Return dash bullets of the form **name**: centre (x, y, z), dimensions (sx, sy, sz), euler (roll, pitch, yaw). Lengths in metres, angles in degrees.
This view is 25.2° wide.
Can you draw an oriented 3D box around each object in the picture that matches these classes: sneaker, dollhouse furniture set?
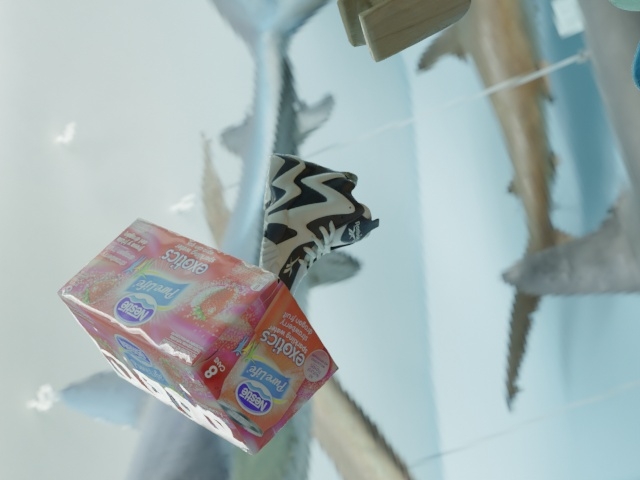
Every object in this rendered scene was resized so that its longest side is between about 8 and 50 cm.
- **sneaker**: centre (0.000, 0.000, 1.844), dimensions (0.094, 0.153, 0.235), euler (99, 175, -55)
- **dollhouse furniture set**: centre (0.047, -0.491, 1.786), dimensions (0.362, 0.256, 0.394), euler (46, 161, 53)

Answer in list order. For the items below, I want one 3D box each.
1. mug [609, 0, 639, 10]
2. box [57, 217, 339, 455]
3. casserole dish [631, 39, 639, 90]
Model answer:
- **mug**: centre (0.471, -0.407, 2.080), dimensions (0.158, 0.097, 0.129), euler (-48, -56, -29)
- **box**: centre (-0.144, 0.100, 1.614), dimensions (0.142, 0.300, 0.154), euler (-44, -54, -20)
- **casserole dish**: centre (0.433, -0.227, 1.669), dimensions (0.037, 0.188, 0.114), euler (-30, -123, -35)
